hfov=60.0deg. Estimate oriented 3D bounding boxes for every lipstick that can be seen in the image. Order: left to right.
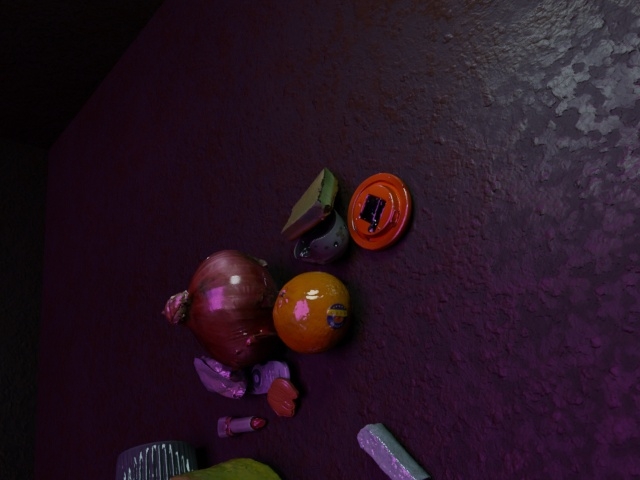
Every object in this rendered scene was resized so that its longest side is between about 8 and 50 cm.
[{"bbox_3d":[-0.234,0.555,1.670,0.186,0.057,0.063,-22,64,38],"label":"lipstick"}]

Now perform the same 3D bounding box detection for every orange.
[{"bbox_3d":[-0.021,0.189,1.455,0.219,0.192,0.220,-26,61,59],"label":"orange"}]

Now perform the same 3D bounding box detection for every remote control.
[{"bbox_3d":[-0.165,0.405,1.645,0.256,0.045,0.098,-19,73,45],"label":"remote control"}]

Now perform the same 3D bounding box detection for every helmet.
[{"bbox_3d":[0.015,0.007,1.513,0.177,0.107,0.153,-35,24,56],"label":"helmet"}]

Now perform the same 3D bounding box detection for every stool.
[{"bbox_3d":[-0.500,0.825,1.719,0.297,0.297,0.330,-39,49,33],"label":"stool"}]

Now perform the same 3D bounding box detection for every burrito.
[{"bbox_3d":[-0.299,0.418,1.713,0.228,0.089,0.144,-6,118,51],"label":"burrito"}]

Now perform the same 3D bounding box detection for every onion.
[{"bbox_3d":[-0.242,0.199,1.607,0.353,0.353,0.354,-15,69,43],"label":"onion"}]

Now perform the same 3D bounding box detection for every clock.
[{"bbox_3d":[0.149,-0.075,1.441,0.205,0.051,0.205,-15,68,42],"label":"clock"}]

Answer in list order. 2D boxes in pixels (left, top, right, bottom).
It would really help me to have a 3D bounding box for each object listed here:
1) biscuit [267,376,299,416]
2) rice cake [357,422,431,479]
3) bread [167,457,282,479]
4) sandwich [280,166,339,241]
[{"bbox_3d":[-0.107,0.442,1.555,0.102,0.019,0.131,34,124,24],"label":"biscuit"},{"bbox_3d":[0.165,0.499,1.259,0.206,0.069,0.063,41,109,45],"label":"rice cake"},{"bbox_3d":[-0.263,0.751,1.442,0.348,0.307,0.349,-9,69,23],"label":"bread"},{"bbox_3d":[-0.035,-0.072,1.544,0.212,0.063,0.245,-50,12,25],"label":"sandwich"}]
